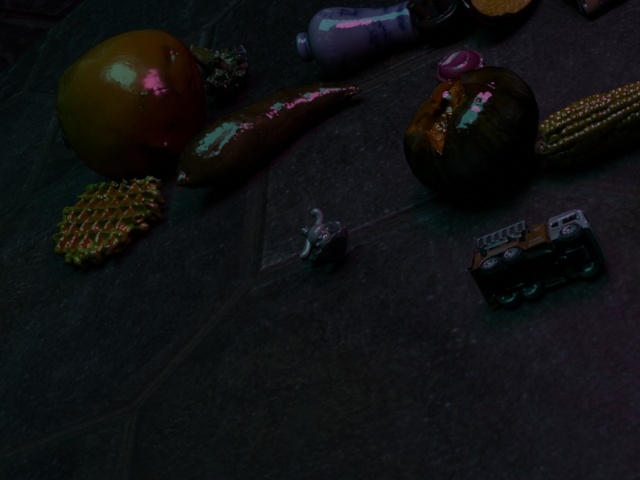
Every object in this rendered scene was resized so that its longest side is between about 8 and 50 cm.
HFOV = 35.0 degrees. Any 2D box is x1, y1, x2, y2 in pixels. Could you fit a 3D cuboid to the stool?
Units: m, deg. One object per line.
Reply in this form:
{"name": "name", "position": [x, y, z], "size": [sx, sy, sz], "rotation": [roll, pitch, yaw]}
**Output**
{"name": "stool", "position": [0.266, -0.492, 2.083], "size": [0.217, 0.121, 0.125], "rotation": [-47, 33, -10]}

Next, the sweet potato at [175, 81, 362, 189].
{"name": "sweet potato", "position": [-0.117, -0.227, 2.079], "size": [0.423, 0.130, 0.130], "rotation": [-29, 32, -7]}

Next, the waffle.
{"name": "waffle", "position": [-0.455, -0.052, 2.198], "size": [0.283, 0.065, 0.309], "rotation": [-34, 36, 4]}

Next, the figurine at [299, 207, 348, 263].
{"name": "figurine", "position": [0.000, 0.000, 1.713], "size": [0.094, 0.082, 0.086], "rotation": [-46, 56, -7]}

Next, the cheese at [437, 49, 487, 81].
{"name": "cheese", "position": [0.277, -0.327, 1.931], "size": [0.095, 0.038, 0.145], "rotation": [-41, 40, -8]}

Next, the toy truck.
{"name": "toy truck", "position": [0.306, 0.015, 1.435], "size": [0.178, 0.080, 0.115], "rotation": [-22, 25, 21]}

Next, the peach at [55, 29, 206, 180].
{"name": "peach", "position": [-0.419, -0.306, 2.281], "size": [0.373, 0.290, 0.372], "rotation": [-20, 39, 17]}

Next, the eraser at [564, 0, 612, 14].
{"name": "eraser", "position": [0.584, -0.543, 1.900], "size": [0.291, 0.087, 0.171], "rotation": [-31, 36, 6]}

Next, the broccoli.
{"name": "broccoli", "position": [-0.245, -0.408, 2.386], "size": [0.154, 0.160, 0.167], "rotation": [-40, 32, 48]}

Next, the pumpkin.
{"name": "pumpkin", "position": [0.247, -0.171, 1.649], "size": [0.238, 0.159, 0.238], "rotation": [-44, 26, 28]}

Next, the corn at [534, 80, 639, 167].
{"name": "corn", "position": [0.477, -0.194, 1.543], "size": [0.320, 0.097, 0.097], "rotation": [-19, 36, 18]}

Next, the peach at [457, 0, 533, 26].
{"name": "peach", "position": [0.340, -0.522, 2.029], "size": [0.279, 0.189, 0.068], "rotation": [-60, -2, -32]}

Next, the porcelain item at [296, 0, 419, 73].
{"name": "porcelain item", "position": [0.077, -0.438, 2.164], "size": [0.259, 0.141, 0.141], "rotation": [-11, 39, 20]}
